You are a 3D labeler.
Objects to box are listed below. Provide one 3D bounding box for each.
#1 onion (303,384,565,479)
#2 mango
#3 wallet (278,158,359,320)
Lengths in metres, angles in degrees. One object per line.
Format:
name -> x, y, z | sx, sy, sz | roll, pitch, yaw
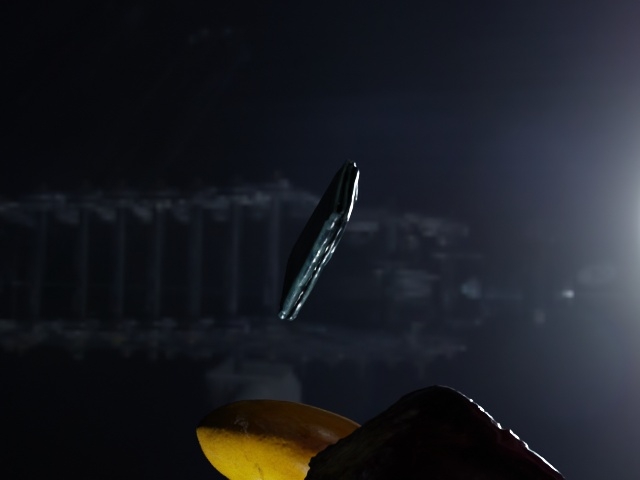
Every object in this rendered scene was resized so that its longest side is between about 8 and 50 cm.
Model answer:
onion -> 0.079, 0.280, 1.065 | 0.282, 0.260, 0.336 | 51, 170, -14
mango -> -0.020, 0.221, 1.438 | 0.145, 0.219, 0.112 | 105, -173, -61
wallet -> 0.000, 0.000, 1.263 | 0.088, 0.026, 0.129 | -80, 16, -52
